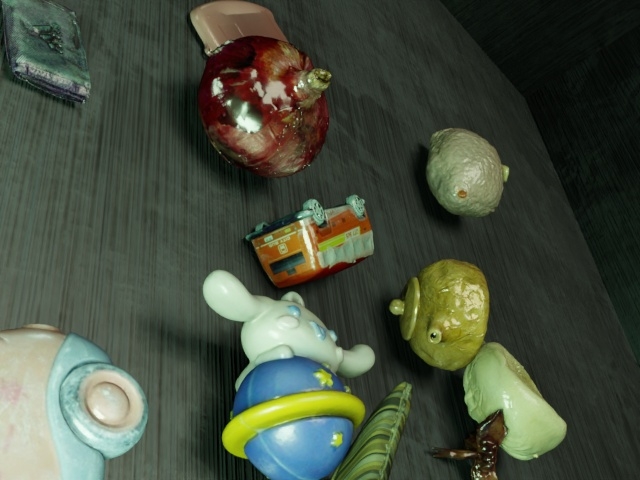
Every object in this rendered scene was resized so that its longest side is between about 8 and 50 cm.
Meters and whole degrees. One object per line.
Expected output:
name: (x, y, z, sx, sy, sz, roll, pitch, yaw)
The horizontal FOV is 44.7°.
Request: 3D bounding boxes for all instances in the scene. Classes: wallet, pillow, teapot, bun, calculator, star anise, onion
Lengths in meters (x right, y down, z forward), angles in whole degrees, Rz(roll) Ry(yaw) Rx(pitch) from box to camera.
wallet: (-0.366, -0.262, 1.026, 0.111, 0.030, 0.166, 17, 45, -46)
pillow: (0.038, 0.294, 0.934, 0.052, 0.208, 0.212, 31, 29, 0)
teapot: (0.209, 0.130, 1.456, 0.167, 0.203, 0.311, 9, 13, -4)
bun: (0.355, 0.315, 1.488, 0.229, 0.145, 0.229, 45, 13, -14)
calculator: (-0.133, -0.379, 1.531, 0.220, 0.048, 0.329, 59, 29, -2)
star anise: (0.254, 0.378, 1.379, 0.140, 0.144, 0.158, 96, -3, -50)
onion: (-0.077, -0.229, 1.273, 0.252, 0.219, 0.252, 32, 46, -39)

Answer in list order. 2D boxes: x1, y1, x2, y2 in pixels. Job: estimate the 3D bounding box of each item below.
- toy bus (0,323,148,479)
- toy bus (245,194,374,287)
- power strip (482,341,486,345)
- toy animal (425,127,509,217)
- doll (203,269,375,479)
toy bus: (-0.272, 0.185, 0.539, 0.231, 0.197, 0.294, 27, 40, -29)
toy bus: (0.000, 0.000, 1.280, 0.265, 0.121, 0.120, -15, 83, -63)
power strip: (0.375, 0.294, 1.682, 0.268, 0.034, 0.092, 53, 27, -9)
toy animal: (0.380, -0.169, 2.022, 0.226, 0.188, 0.358, 44, 29, -13)
doll: (-0.027, 0.191, 0.992, 0.311, 0.159, 0.243, 17, 32, -51)
